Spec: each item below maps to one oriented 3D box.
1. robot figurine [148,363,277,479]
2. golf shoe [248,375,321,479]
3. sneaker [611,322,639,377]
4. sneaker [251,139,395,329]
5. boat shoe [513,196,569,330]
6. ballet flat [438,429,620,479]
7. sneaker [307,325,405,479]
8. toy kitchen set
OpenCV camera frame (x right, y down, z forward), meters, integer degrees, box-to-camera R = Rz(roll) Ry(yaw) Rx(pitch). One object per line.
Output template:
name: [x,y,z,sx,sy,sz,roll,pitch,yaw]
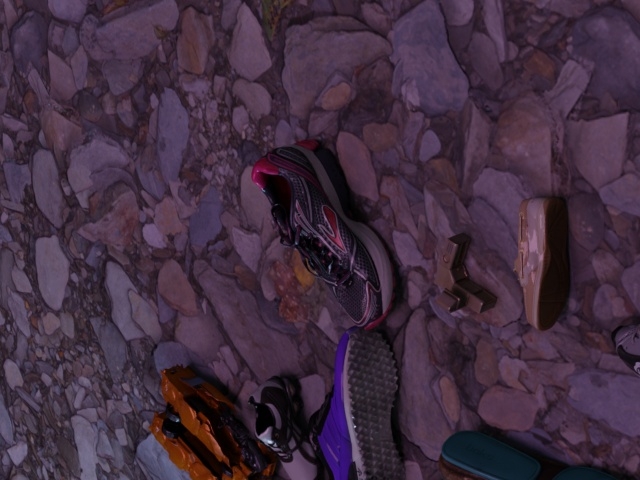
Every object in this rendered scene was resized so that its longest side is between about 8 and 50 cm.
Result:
robot figurine: [-0.180,0.350,2.172,0.291,0.085,0.211,40,129,32]
golf shoe: [-0.065,0.320,2.035,0.077,0.094,0.198,-16,93,47]
sneaker: [0.387,0.082,1.480,0.132,0.086,0.229,-8,99,50]
sneaker: [0.000,0.000,1.839,0.121,0.112,0.299,-44,72,45]
boat shoe: [0.274,0.027,1.600,0.059,0.063,0.170,12,103,47]
ballet flat: [0.297,0.352,1.661,0.342,0.116,0.124,13,131,45]
sneaker: [0.035,0.263,1.900,0.146,0.102,0.293,10,111,45]
toy kitchen set: [0.188,0.049,1.688,0.083,0.068,0.075,35,127,33]
